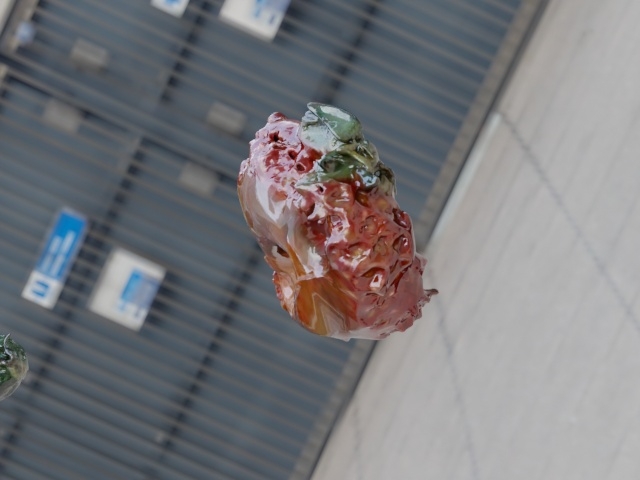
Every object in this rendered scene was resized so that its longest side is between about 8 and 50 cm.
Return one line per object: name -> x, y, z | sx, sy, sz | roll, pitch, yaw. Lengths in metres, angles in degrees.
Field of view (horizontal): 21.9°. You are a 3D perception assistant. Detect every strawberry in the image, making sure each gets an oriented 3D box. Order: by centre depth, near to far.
strawberry -> -0.002, 0.002, 0.673 | 0.048, 0.104, 0.152 | -31, -14, -23

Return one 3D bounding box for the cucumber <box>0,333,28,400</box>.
cucumber -> -0.320, 0.108, 1.237 | 0.265, 0.077, 0.077 | -17, 30, 25
